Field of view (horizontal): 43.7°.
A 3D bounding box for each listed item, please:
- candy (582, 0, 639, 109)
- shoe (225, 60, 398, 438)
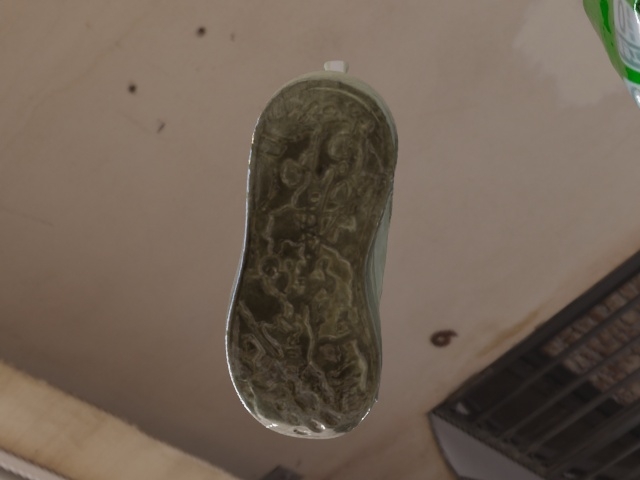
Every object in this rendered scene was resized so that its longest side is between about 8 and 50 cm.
[{"bbox_3d":[0.162,-0.099,0.352,0.203,0.078,0.141,52,-142,-29],"label":"candy"},{"bbox_3d":[0.000,0.000,0.635,0.124,0.316,0.159,8,-148,1],"label":"shoe"}]
